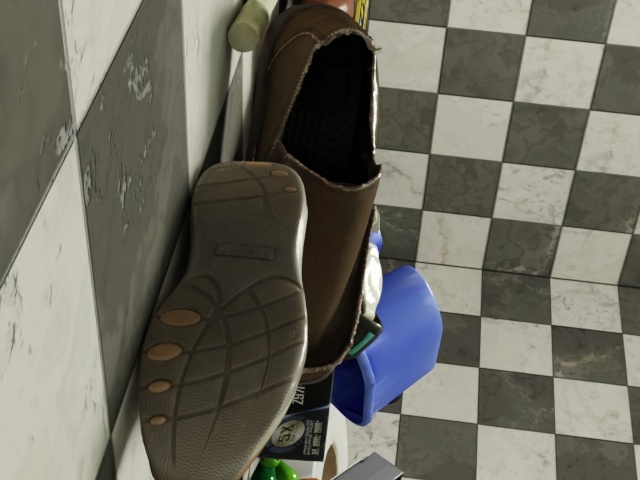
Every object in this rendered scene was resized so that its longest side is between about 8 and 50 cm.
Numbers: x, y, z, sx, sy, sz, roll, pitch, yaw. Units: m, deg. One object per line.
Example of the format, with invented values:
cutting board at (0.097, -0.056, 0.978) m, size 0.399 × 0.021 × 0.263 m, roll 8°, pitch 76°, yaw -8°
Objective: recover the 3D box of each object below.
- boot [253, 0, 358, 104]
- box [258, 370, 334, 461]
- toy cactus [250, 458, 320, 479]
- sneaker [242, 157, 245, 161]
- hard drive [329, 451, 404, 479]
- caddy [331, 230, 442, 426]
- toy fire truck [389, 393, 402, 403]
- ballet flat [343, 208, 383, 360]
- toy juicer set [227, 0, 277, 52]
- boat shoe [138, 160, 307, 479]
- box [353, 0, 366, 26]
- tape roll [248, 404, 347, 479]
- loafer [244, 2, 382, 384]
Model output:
boot at (-0.020, -0.169, 1.408) m, size 0.280 × 0.096 × 0.264 m, roll -68°, pitch 178°, yaw -53°
box at (-0.047, 0.154, 1.262) m, size 0.180 × 0.078 × 0.147 m, roll 180°, pitch -83°, yaw -75°
toy cactus at (-0.062, 0.280, 1.595) m, size 0.180 × 0.112 × 0.219 m, roll 171°, pitch -83°, yaw -84°
sneaker at (-0.022, -0.054, 1.256) m, size 0.153 × 0.101 × 0.268 m, roll 99°, pitch 17°, yaw -52°
hard drive at (-0.017, 0.473, 1.584) m, size 0.237 × 0.064 × 0.339 m, roll -23°, pitch 138°, yaw -50°
caddy at (0.025, 0.112, 1.556) m, size 0.241 × 0.179 × 0.341 m, roll 52°, pitch -17°, yaw 24°
toy fire truck at (0.036, 0.181, 2.056) m, size 0.246 × 0.217 × 0.158 m, roll -101°, pitch -170°, yaw -48°
ballet flat at (0.029, 0.007, 1.369) m, size 0.095 × 0.096 × 0.280 m, roll 19°, pitch 51°, yaw -44°
toy juicer set at (-0.030, -0.288, 1.020) m, size 0.329 × 0.090 × 0.209 m, roll 93°, pitch 5°, yaw -49°
boat shoe at (-0.067, 0.075, 0.916) m, size 0.324 × 0.123 × 0.116 m, roll -77°, pitch 175°, yaw -46°
box at (0.044, -0.418, 2.011) m, size 0.257 × 0.079 × 0.322 m, roll 68°, pitch 29°, yaw -78°
tape roll at (-0.031, 0.385, 1.797) m, size 0.286 × 0.100 × 0.286 m, roll 2°, pitch 90°, yaw -77°
loafer at (-0.013, -0.040, 1.069) m, size 0.130 × 0.134 × 0.365 m, roll -159°, pitch -111°, yaw -73°
